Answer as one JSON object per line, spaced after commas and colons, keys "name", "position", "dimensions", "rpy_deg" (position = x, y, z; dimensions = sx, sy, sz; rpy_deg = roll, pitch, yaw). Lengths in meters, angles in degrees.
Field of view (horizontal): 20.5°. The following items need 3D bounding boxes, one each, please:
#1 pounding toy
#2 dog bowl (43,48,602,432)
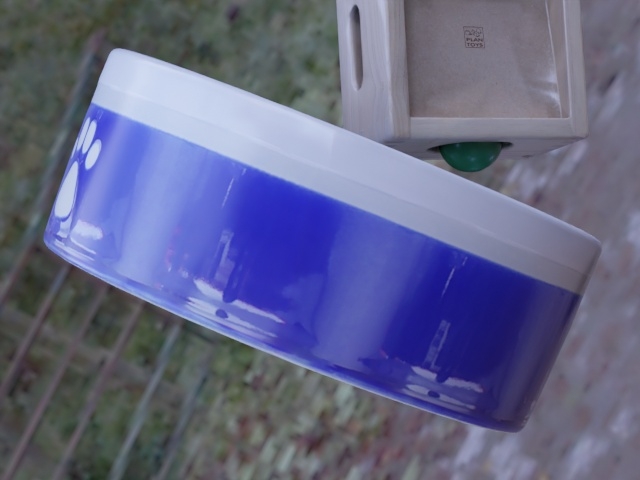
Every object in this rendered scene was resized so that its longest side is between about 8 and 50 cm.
{"name": "pounding toy", "position": [0.060, -0.085, 0.935], "dimensions": [0.100, 0.130, 0.141], "rpy_deg": [162, 106, -70]}
{"name": "dog bowl", "position": [0.000, 0.000, 0.889], "dimensions": [0.104, 0.265, 0.265], "rpy_deg": [-68, 17, 2]}
